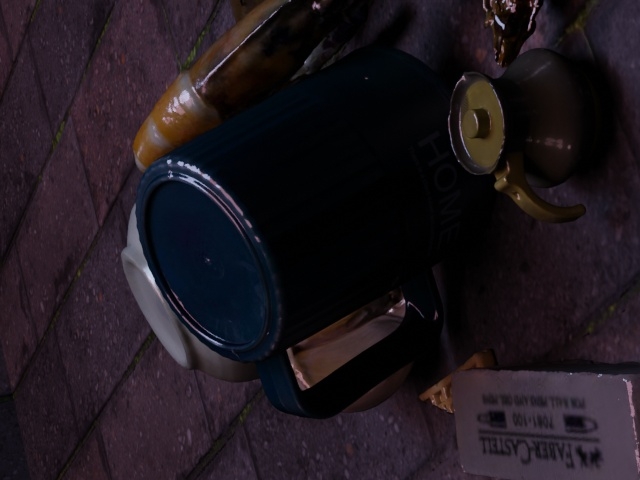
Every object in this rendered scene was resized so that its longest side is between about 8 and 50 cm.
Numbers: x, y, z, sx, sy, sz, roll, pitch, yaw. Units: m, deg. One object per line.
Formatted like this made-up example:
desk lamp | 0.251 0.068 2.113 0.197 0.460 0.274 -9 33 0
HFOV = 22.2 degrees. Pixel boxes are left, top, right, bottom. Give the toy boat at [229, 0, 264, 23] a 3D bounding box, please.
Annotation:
toy boat | -0.060 -0.376 1.781 0.445 0.135 0.162 77 -171 -59

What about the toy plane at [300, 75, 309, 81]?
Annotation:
toy plane | -0.058 -0.081 2.033 0.326 0.104 0.223 119 164 -54

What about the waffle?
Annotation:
waffle | 0.154 0.184 1.743 0.152 0.023 0.098 -44 55 56

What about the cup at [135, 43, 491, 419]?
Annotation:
cup | -0.013 -0.011 1.675 0.242 0.292 0.308 34 137 33

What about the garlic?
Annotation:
garlic | 0.021 0.100 1.857 0.229 0.178 0.143 59 172 33

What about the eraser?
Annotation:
eraser | 0.241 0.169 1.499 0.352 0.077 0.111 -7 88 64

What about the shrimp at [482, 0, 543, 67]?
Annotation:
shrimp | 0.187 -0.295 1.525 0.145 0.061 0.267 22 110 60

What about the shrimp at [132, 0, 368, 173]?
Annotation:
shrimp | -0.034 -0.203 1.749 0.085 0.272 0.445 53 131 5

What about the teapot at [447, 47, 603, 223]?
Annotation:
teapot | 0.193 -0.095 1.500 0.130 0.119 0.166 -43 58 60

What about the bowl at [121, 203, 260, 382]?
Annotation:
bowl | -0.140 0.049 2.043 0.307 0.163 0.307 53 163 25
